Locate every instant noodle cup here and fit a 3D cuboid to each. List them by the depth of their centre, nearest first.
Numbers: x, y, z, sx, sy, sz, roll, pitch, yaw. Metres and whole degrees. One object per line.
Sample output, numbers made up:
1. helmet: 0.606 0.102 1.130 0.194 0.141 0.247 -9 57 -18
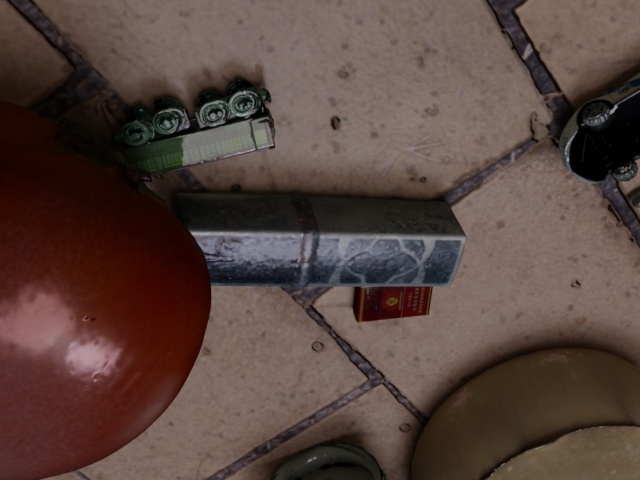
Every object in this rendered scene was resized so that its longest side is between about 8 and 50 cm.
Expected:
1. instant noodle cup: 0.037 0.373 1.353 0.207 0.207 0.233 -19 122 -1

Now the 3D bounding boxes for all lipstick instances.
1. lipstick: 0.000 0.000 1.121 0.289 0.076 0.077 0 125 -19

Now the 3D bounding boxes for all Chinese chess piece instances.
1. Chinese chess piece: 0.278 0.285 1.379 0.338 0.140 0.338 -7 129 -9

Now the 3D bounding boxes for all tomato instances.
1. tomato: -0.257 0.051 0.937 0.321 0.321 0.321 -8 128 -10

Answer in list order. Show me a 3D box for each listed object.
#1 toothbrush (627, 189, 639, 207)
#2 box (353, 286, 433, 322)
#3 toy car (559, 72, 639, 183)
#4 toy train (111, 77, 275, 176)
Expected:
1. toothbrush: 0.416 -0.084 1.210 0.194 0.017 0.014 -28 135 3
2. box: 0.077 0.058 1.221 0.082 0.023 0.051 -5 127 -12
3. toy car: 0.328 -0.130 1.124 0.205 0.056 0.095 -30 129 13
4. toy train: -0.114 -0.100 1.036 0.148 0.038 0.071 -14 129 -4
